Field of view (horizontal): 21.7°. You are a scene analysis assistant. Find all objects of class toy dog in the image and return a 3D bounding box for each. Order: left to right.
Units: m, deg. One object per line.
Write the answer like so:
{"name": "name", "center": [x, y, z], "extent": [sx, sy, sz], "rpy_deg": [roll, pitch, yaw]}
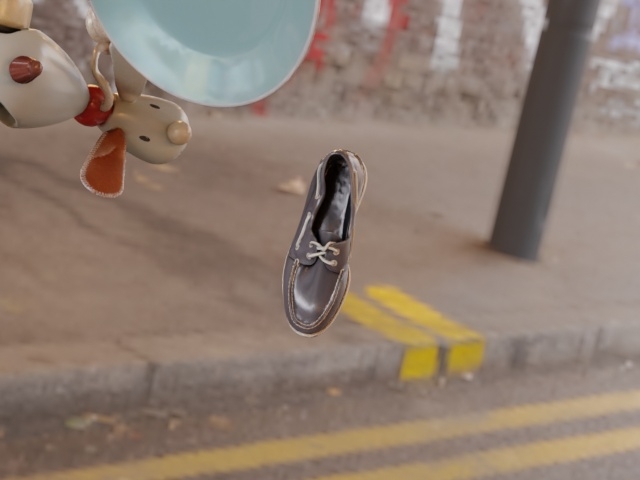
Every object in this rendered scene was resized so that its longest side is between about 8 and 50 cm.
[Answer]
{"name": "toy dog", "center": [-0.246, -0.154, 1.694], "extent": [0.334, 0.220, 0.161], "rpy_deg": [-11, 16, -42]}

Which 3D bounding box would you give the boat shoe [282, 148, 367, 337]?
{"name": "boat shoe", "center": [0.000, 0.000, 1.777], "extent": [0.075, 0.206, 0.065], "rpy_deg": [13, -8, 11]}

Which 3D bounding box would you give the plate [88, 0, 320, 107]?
{"name": "plate", "center": [-0.074, -0.174, 1.039], "extent": [0.188, 0.188, 0.024], "rpy_deg": [19, 32, 26]}
